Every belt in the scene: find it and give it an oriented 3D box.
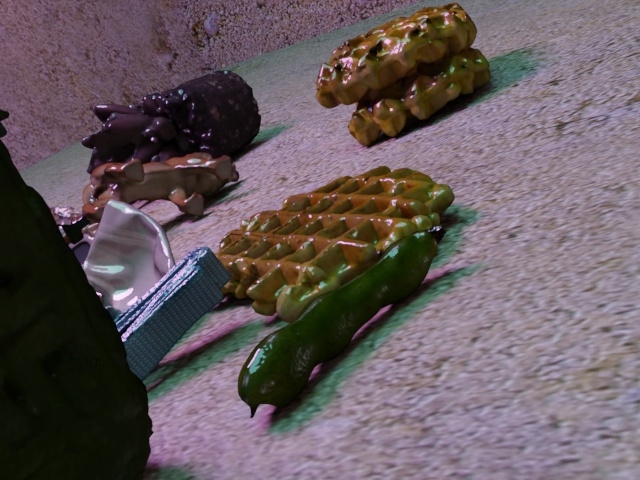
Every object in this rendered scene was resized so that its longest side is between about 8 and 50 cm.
[{"bbox_3d":[-0.166,0.079,0.948,0.179,0.065,0.100,-44,26,-17],"label":"belt"}]

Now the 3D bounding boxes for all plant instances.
[{"bbox_3d":[-0.274,-0.204,1.820,0.320,0.194,0.181,-33,14,-37],"label":"plant"}]

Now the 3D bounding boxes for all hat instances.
[{"bbox_3d":[-0.259,0.087,1.092,0.226,0.164,0.219,-62,1,44],"label":"hat"}]

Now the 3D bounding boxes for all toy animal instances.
[{"bbox_3d":[-0.254,-0.086,1.522,0.312,0.097,0.157,-9,11,-29],"label":"toy animal"}]

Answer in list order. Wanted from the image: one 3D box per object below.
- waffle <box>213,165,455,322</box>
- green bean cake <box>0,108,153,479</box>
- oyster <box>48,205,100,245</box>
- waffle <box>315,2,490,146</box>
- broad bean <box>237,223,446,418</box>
[{"bbox_3d":[-0.002,-0.002,1.035,0.281,0.058,0.301,-26,16,-5],"label":"waffle"},{"bbox_3d":[-0.293,0.103,0.658,0.218,0.319,0.335,-1,31,47],"label":"green bean cake"},{"bbox_3d":[-0.502,0.039,1.578,0.396,0.111,0.204,-10,38,35],"label":"oyster"},{"bbox_3d":[0.130,-0.273,1.563,0.261,0.151,0.324,-24,17,13],"label":"waffle"},{"bbox_3d":[0.021,0.061,0.811,0.256,0.052,0.053,-36,-3,-36],"label":"broad bean"}]
